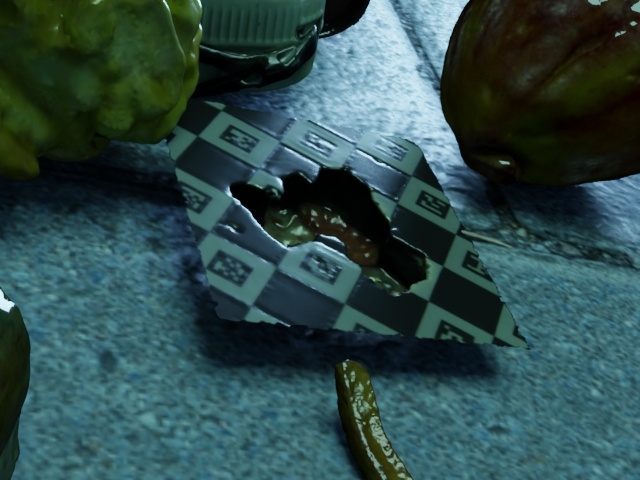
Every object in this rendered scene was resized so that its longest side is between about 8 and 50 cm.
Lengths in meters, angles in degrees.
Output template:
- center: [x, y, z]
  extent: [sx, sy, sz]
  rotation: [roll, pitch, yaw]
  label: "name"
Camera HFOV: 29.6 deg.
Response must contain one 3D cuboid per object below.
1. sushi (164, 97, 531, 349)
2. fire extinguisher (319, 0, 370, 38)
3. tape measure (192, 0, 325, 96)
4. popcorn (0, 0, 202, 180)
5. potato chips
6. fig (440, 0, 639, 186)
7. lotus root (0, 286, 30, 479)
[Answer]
- center: [0.000, 0.000, 0.825]
  extent: [0.219, 0.047, 0.231]
  rotation: [8, 37, -26]
  label: "sushi"
- center: [-0.057, -0.337, 1.227]
  extent: [0.141, 0.105, 0.341]
  rotation: [30, 24, -40]
  label: "fire extinguisher"
- center: [-0.119, -0.189, 0.985]
  extent: [0.235, 0.115, 0.207]
  rotation: [0, 36, -16]
  label: "tape measure"
- center: [-0.194, -0.154, 0.783]
  extent: [0.233, 0.192, 0.266]
  rotation: [9, 64, 8]
  label: "popcorn"
- center: [0.051, 0.150, 0.644]
  extent: [0.026, 0.037, 0.204]
  rotation: [-7, 46, -22]
  label: "potato chips"
- center: [0.220, -0.148, 1.017]
  extent: [0.263, 0.224, 0.224]
  rotation: [-8, 42, -29]
  label: "fig"
- center: [-0.273, 0.083, 0.453]
  extent: [0.267, 0.149, 0.260]
  rotation: [16, 32, -2]
  label: "lotus root"
